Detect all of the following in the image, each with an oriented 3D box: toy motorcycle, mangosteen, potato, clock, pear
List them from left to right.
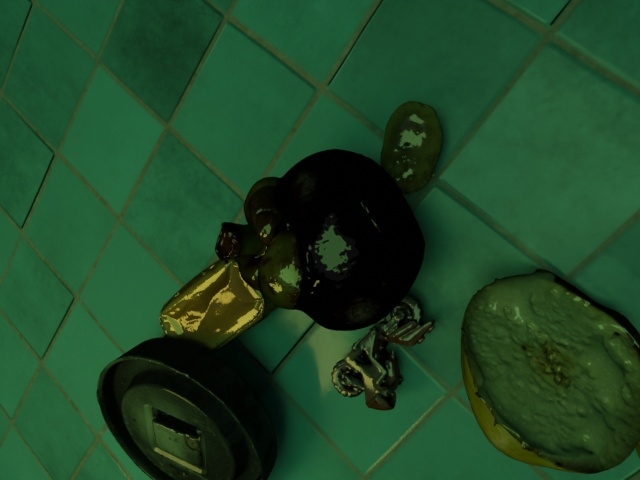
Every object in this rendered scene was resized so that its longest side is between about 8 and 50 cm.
[{"bbox_3d":[-0.261,0.361,0.875,0.385,0.076,0.387,11,119,21],"label":"clock"},{"bbox_3d":[0.005,-0.001,0.652,0.233,0.287,0.288,-28,84,36],"label":"mangosteen"},{"bbox_3d":[0.111,0.193,0.742,0.118,0.084,0.213,42,106,24],"label":"toy motorcycle"},{"bbox_3d":[0.140,-0.141,0.695,0.091,0.070,0.138,16,101,24],"label":"potato"},{"bbox_3d":[0.274,0.183,0.613,0.267,0.267,0.178,44,147,14],"label":"pear"}]

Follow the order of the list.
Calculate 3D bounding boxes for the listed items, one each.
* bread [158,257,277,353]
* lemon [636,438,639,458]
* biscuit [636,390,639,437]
[{"bbox_3d":[-0.187,0.123,0.855,0.241,0.107,0.136,-38,83,24],"label":"bread"},{"bbox_3d":[0.460,0.282,0.600,0.092,0.065,0.065,47,112,10],"label":"lemon"},{"bbox_3d":[0.420,0.227,0.552,0.056,0.188,0.052,19,101,-16],"label":"biscuit"}]
